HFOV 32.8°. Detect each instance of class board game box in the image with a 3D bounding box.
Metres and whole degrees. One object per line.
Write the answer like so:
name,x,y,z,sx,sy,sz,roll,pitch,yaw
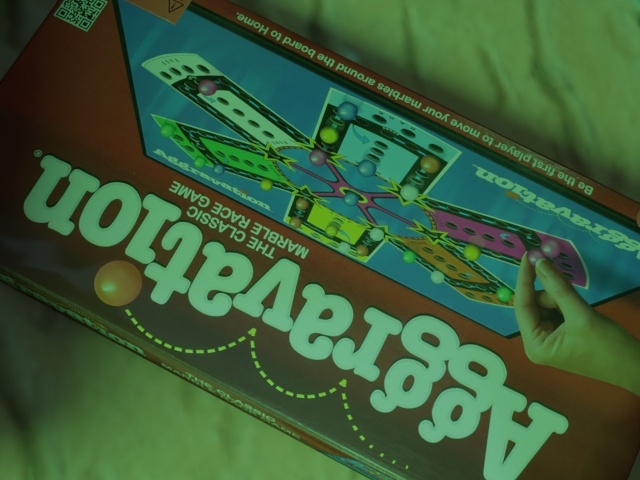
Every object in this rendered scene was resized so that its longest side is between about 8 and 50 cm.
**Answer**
board game box,0.000,0.000,0.425,0.281,0.027,0.145,27,71,5
